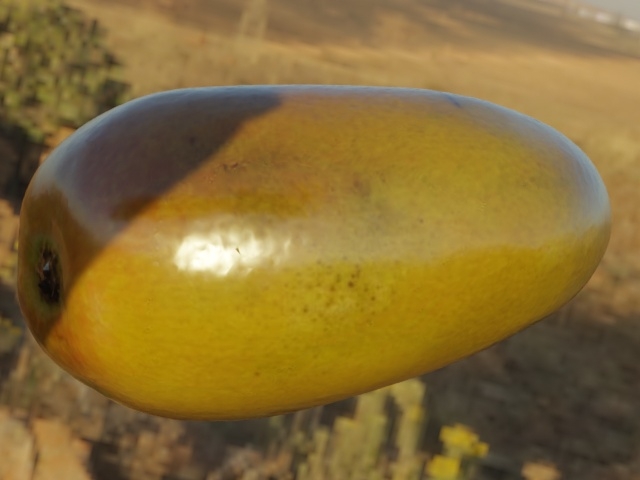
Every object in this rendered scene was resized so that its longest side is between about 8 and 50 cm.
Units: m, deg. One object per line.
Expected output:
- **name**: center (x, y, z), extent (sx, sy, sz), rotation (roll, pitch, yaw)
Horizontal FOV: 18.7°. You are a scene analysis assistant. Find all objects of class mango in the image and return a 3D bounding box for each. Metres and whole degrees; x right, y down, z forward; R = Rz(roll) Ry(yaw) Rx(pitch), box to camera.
- **mango**: center (0.000, 0.000, 1.008), extent (0.317, 0.173, 0.211), rotation (-7, 4, -5)
